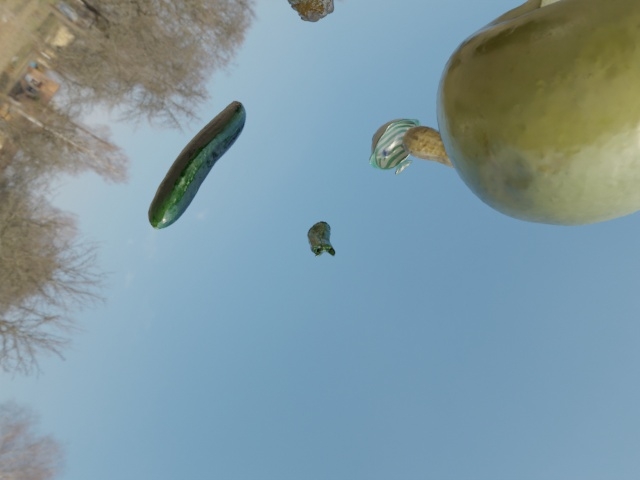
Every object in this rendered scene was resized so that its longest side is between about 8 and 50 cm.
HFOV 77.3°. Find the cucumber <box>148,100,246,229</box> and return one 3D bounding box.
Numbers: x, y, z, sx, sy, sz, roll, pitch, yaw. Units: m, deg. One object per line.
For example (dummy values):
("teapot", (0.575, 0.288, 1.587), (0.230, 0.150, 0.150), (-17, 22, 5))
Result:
("cucumber", (-0.168, -0.126, 0.580), (0.056, 0.056, 0.284), (-15, -139, 37))

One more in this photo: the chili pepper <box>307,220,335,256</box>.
("chili pepper", (0.000, 0.002, 1.453), (0.224, 0.098, 0.061), (-93, -166, -58))

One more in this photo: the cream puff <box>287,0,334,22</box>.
("cream puff", (-0.027, -0.470, 0.746), (0.094, 0.116, 0.122), (-7, -95, 24))

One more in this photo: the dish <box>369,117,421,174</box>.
("dish", (0.249, -0.340, 1.407), (0.224, 0.246, 0.078), (-40, -125, -1))

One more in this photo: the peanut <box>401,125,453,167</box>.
("peanut", (0.326, -0.254, 1.087), (0.214, 0.099, 0.099), (16, -110, 8))

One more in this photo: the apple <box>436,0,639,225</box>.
("apple", (0.272, -0.153, 0.494), (0.233, 0.257, 0.295), (-17, -153, 26))
